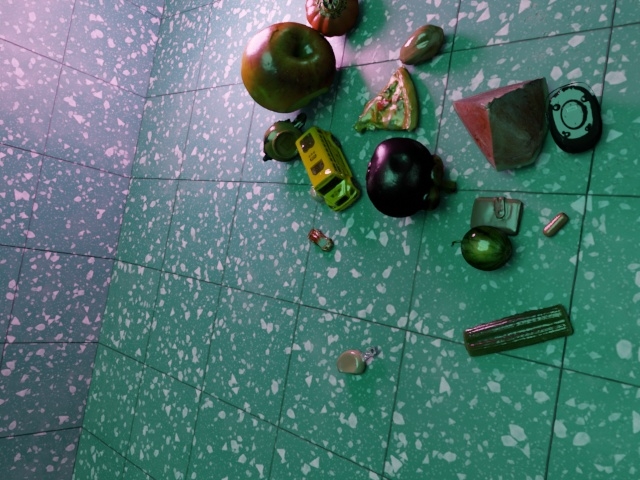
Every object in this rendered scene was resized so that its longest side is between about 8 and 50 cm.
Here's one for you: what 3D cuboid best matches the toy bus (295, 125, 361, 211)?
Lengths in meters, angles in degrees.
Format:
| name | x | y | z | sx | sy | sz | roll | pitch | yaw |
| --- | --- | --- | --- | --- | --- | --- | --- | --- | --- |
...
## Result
| name | x | y | z | sx | sy | sz | roll | pitch | yaw |
| --- | --- | --- | --- | --- | --- | --- | --- | --- | --- |
| toy bus | 0.026 | -0.280 | 1.979 | 0.144 | 0.152 | 0.329 | -37 | 60 | 27 |

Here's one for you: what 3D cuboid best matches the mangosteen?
| name | x | y | z | sx | sy | sz | roll | pitch | yaw |
| --- | --- | --- | --- | --- | --- | --- | --- | --- | --- |
| mangosteen | 0.304 | -0.205 | 1.700 | 0.303 | 0.275 | 0.274 | 10 | 88 | 4 |

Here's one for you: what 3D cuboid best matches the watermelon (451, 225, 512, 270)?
| name | x | y | z | sx | sy | sz | roll | pitch | yaw |
| --- | --- | --- | --- | --- | --- | --- | --- | --- | --- |
| watermelon | 0.491 | 0.017 | 1.551 | 0.187 | 0.141 | 0.140 | 24 | 97 | 50 |

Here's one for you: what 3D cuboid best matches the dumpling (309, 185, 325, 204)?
| name | x | y | z | sx | sy | sz | roll | pitch | yaw |
| --- | --- | --- | --- | --- | --- | --- | --- | --- | --- |
| dumpling | -0.004 | -0.187 | 2.048 | 0.057 | 0.052 | 0.076 | -44 | 59 | 30 |

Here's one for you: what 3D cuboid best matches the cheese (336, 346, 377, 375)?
| name | x | y | z | sx | sy | sz | roll | pitch | yaw |
| --- | --- | --- | --- | --- | --- | --- | --- | --- | --- |
| cheese | 0.133 | 0.437 | 1.818 | 0.171 | 0.048 | 0.092 | -18 | 72 | 35 |

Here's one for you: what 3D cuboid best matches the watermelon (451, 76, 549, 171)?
| name | x | y | z | sx | sy | sz | roll | pitch | yaw |
| --- | --- | --- | --- | --- | --- | --- | --- | --- | --- |
| watermelon | 0.517 | -0.356 | 1.539 | 0.250 | 0.293 | 0.282 | -21 | 70 | 58 |

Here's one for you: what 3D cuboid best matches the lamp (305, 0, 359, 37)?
| name | x | y | z | sx | sy | sz | roll | pitch | yaw |
| --- | --- | --- | --- | --- | --- | --- | --- | --- | --- |
| lamp | 0.048 | -0.944 | 2.062 | 0.224 | 0.196 | 0.222 | 1 | 98 | 5 |

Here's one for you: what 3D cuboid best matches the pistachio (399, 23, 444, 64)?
| name | x | y | z | sx | sy | sz | roll | pitch | yaw |
| --- | --- | --- | --- | --- | --- | --- | --- | --- | --- |
| pistachio | 0.360 | -0.702 | 1.821 | 0.186 | 0.108 | 0.126 | -29 | 32 | 36 |

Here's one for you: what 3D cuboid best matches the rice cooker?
| name | x | y | z | sx | sy | sz | roll | pitch | yaw |
| --- | --- | --- | --- | --- | --- | --- | --- | --- | --- |
| rice cooker | 0.723 | -0.352 | 1.444 | 0.142 | 0.118 | 0.202 | -18 | 79 | 27 |

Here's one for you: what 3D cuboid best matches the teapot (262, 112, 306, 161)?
| name | x | y | z | sx | sy | sz | roll | pitch | yaw |
| --- | --- | --- | --- | --- | --- | --- | --- | --- | --- |
| teapot | -0.156 | -0.441 | 2.166 | 0.269 | 0.173 | 0.182 | -52 | 29 | 7 |

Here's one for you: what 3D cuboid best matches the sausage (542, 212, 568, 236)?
| name | x | y | z | sx | sy | sz | roll | pitch | yaw |
| --- | --- | --- | --- | --- | --- | --- | --- | --- | --- |
| sausage | 0.685 | -0.045 | 1.473 | 0.083 | 0.034 | 0.034 | -52 | 54 | 21 |

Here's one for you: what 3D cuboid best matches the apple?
| name | x | y | z | sx | sy | sz | roll | pitch | yaw |
| --- | --- | --- | --- | --- | --- | --- | --- | --- | --- |
| apple | -0.135 | -0.693 | 2.080 | 0.374 | 0.385 | 0.373 | -178 | 90 | -66 |

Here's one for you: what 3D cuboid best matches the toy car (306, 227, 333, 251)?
| name | x | y | z | sx | sy | sz | roll | pitch | yaw |
| --- | --- | --- | --- | --- | --- | --- | --- | --- | --- |
| toy car | 0.000 | 0.000 | 2.020 | 0.122 | 0.035 | 0.059 | 39 | 102 | 39 |

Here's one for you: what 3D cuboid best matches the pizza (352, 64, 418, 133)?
| name | x | y | z | sx | sy | sz | roll | pitch | yaw |
| --- | --- | --- | --- | --- | --- | --- | --- | --- | --- |
| pizza | 0.235 | -0.480 | 1.897 | 0.288 | 0.075 | 0.279 | -27 | 65 | 32 |

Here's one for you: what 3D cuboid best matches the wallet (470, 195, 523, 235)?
| name | x | y | z | sx | sy | sz | roll | pitch | yaw |
| --- | --- | --- | --- | --- | --- | --- | --- | --- | --- |
| wallet | 0.551 | -0.081 | 1.587 | 0.153 | 0.039 | 0.117 | 9 | 89 | 41 |

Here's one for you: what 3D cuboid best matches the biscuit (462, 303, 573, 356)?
| name | x | y | z | sx | sy | sz | roll | pitch | yaw |
| --- | --- | --- | --- | --- | --- | --- | --- | --- | --- |
| biscuit | 0.572 | 0.271 | 1.503 | 0.323 | 0.038 | 0.099 | -23 | 70 | 34 |
